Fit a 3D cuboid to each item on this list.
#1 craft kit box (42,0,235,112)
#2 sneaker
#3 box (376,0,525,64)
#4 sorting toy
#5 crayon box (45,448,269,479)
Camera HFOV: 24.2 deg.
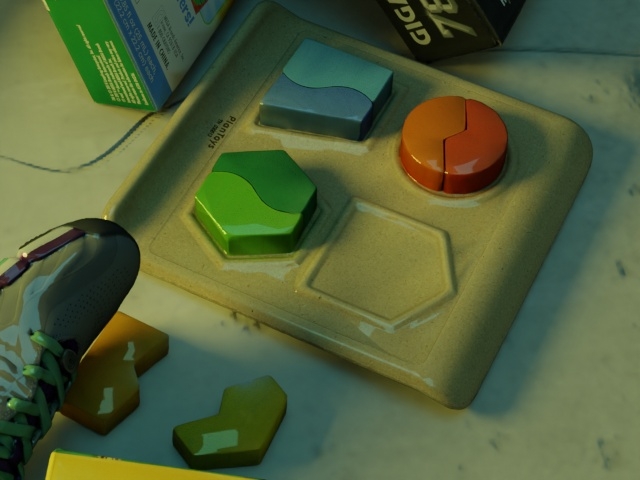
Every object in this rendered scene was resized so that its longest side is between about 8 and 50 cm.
[{"bbox_3d":[-0.097,-0.248,0.868,0.061,0.250,0.247,12,53,30],"label":"craft kit box"},{"bbox_3d":[-0.151,0.091,0.709,0.098,0.083,0.224,35,76,35],"label":"sneaker"},{"bbox_3d":[0.068,-0.314,0.926,0.073,0.295,0.293,-9,41,42],"label":"box"},{"bbox_3d":[0.000,0.000,0.831,0.229,0.041,0.307,25,57,11],"label":"sorting toy"},{"bbox_3d":[-0.060,0.237,0.638,0.165,0.081,0.278,8,55,-1],"label":"crayon box"}]
